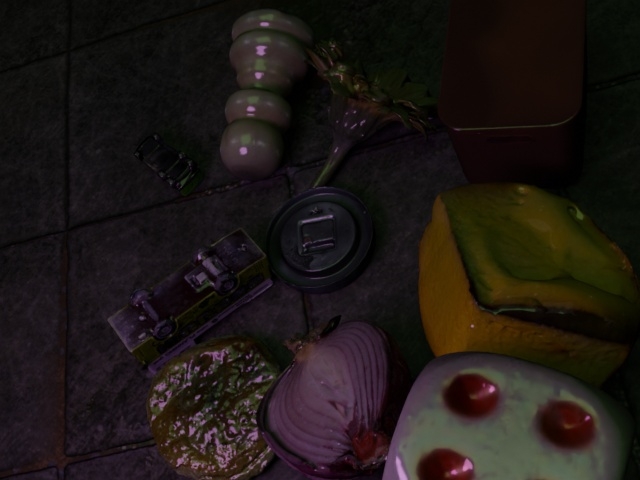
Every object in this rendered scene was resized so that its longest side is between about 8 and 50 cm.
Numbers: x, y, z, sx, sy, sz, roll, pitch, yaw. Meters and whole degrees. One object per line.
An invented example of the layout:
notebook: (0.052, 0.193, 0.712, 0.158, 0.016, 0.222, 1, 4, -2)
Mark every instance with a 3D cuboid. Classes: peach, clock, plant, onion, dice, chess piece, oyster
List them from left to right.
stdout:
chess piece: (-0.118, -0.280, 1.977, 0.182, 0.182, 0.330, 1, 69, 19)
oyster: (-0.022, 0.170, 1.770, 0.080, 0.038, 0.083, 25, 74, 30)
clock: (0.000, 0.000, 1.853, 0.215, 0.042, 0.215, -8, 61, 15)
onion: (0.059, 0.297, 1.565, 0.267, 0.159, 0.349, -41, 32, 4)
plant: (0.100, -0.247, 1.900, 0.261, 0.297, 0.306, -6, 14, -10)
dice: (0.264, 0.345, 1.404, 0.304, 0.304, 0.277, 17, 67, 18)
peach: (0.333, 0.098, 1.571, 0.306, 0.242, 0.380, -6, 38, -13)

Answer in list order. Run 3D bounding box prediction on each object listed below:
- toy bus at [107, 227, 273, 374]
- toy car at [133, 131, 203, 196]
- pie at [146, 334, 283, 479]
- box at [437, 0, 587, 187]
toy bus: (-0.232, 0.115, 1.819, 0.301, 0.139, 0.113, -36, 57, -12)
toy car: (-0.315, -0.158, 2.033, 0.165, 0.062, 0.071, 37, 78, 31)
pie: (-0.183, 0.296, 1.733, 0.277, 0.078, 0.277, -9, 60, 16)
box: (0.359, -0.283, 1.774, 0.239, 0.229, 0.339, 0, 63, 18)
